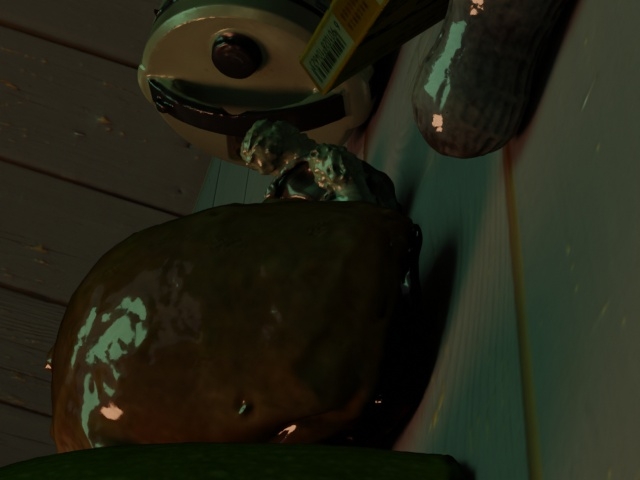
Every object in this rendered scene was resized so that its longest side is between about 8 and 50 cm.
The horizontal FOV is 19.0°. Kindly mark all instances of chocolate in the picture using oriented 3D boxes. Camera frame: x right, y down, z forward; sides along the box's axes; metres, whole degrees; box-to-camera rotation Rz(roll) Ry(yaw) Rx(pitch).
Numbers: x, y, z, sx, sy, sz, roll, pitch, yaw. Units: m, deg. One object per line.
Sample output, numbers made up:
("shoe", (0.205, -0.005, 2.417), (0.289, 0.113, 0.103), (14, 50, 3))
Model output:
("chocolate", (0.103, -0.127, 1.130), (0.072, 0.072, 0.167), (-95, 25, -71))

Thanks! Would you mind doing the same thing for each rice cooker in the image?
("rice cooker", (-0.045, -0.191, 1.802), (0.226, 0.226, 0.244), (116, 174, -47))

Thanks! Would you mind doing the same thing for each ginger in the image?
("ginger", (-0.066, 0.076, 1.270), (0.200, 0.223, 0.269), (-93, 16, -46))

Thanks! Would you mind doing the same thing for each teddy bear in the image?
("teddy bear", (0.014, -0.002, 1.437), (0.213, 0.111, 0.133), (40, 121, 52))

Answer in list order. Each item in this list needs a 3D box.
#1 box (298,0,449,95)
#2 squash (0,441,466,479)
("box", (0.080, -0.191, 1.253), (0.153, 0.041, 0.279), (-34, -5, -19))
("squash", (-0.113, 0.215, 1.006), (0.310, 0.308, 0.310), (-161, 90, -83))
